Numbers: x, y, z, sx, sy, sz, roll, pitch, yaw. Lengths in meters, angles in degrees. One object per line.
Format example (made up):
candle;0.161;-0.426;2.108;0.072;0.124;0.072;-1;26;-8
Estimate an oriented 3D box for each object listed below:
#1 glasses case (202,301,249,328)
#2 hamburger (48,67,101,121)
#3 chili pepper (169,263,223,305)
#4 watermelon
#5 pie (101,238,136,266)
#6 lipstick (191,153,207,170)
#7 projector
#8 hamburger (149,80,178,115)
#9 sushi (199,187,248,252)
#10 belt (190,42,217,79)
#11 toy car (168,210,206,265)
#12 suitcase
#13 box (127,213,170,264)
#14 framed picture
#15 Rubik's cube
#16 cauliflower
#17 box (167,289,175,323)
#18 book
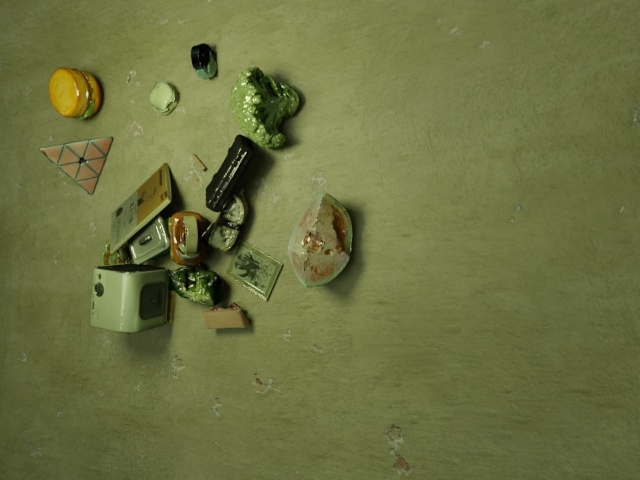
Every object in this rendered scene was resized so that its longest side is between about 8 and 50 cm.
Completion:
glasses case;-0.382;0.295;1.748;0.194;0.070;0.102;-8;107;23
hamburger;-1.149;-0.693;2.054;0.246;0.170;0.246;8;107;28
chili pepper;-0.502;0.180;1.802;0.265;0.116;0.148;8;106;26
watermelon;0.006;0.002;1.546;0.175;0.188;0.321;21;94;-22
pie;-0.934;0.088;2.027;0.241;0.054;0.240;1;92;23
lipstick;-0.517;-0.332;1.841;0.019;0.019;0.094;-48;71;18
projector;-0.804;0.234;1.832;0.249;0.248;0.249;6;94;23
hamburger;-0.690;-0.626;1.896;0.140;0.062;0.133;-34;78;20
sushi;-0.348;-0.071;1.725;0.109;0.134;0.273;37;87;2
belt;-0.477;-0.733;1.769;0.058;0.105;0.139;-3;95;30
toy car;-0.525;-0.008;1.723;0.235;0.145;0.235;177;90;-70
suitcase;-0.356;-0.264;1.679;0.285;0.066;0.206;-56;25;15
box;-0.726;-0.005;1.884;0.227;0.130;0.162;-26;80;25
framed picture;-0.271;0.116;1.735;0.231;0.010;0.173;27;102;23
Rubik's cube;-1.159;-0.402;2.076;0.228;0.233;0.229;25;148;-13
cauliflower;-0.205;-0.503;1.611;0.250;0.275;0.272;-21;45;-11
box;-0.687;0.294;1.930;0.073;0.020;0.149;8;94;24
book;-0.792;-0.142;1.891;0.389;0.032;0.269;-38;46;16
